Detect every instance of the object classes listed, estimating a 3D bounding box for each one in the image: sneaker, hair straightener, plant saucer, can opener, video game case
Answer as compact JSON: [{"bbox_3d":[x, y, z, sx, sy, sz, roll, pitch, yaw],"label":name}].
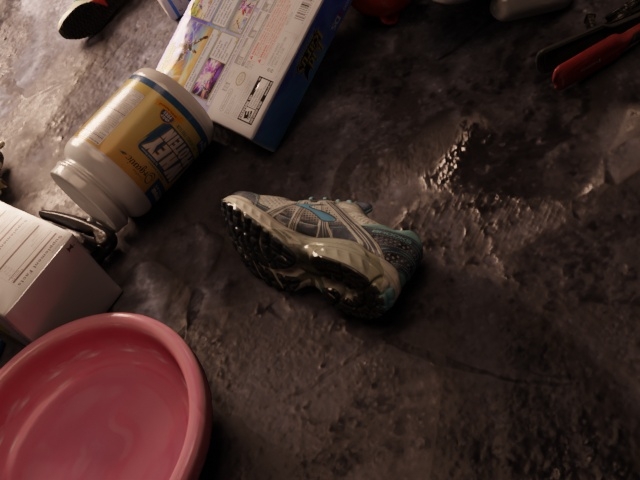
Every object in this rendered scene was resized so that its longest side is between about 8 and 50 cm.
[{"bbox_3d":[0.000,0.000,1.188,0.283,0.110,0.122,25,51,34],"label":"sneaker"},{"bbox_3d":[0.369,-0.278,1.241,0.230,0.047,0.089,-33,49,-1],"label":"hair straightener"},{"bbox_3d":[-0.266,0.242,1.124,0.332,0.084,0.332,-13,50,16],"label":"plant saucer"},{"bbox_3d":[-0.348,-0.013,1.375,0.186,0.073,0.059,20,69,47],"label":"can opener"},{"bbox_3d":[-0.101,-0.291,1.407,0.244,0.061,0.269,29,92,37],"label":"video game case"},{"bbox_3d":[-0.397,-0.408,1.706,0.161,0.057,0.075,-49,34,-13],"label":"sneaker"}]

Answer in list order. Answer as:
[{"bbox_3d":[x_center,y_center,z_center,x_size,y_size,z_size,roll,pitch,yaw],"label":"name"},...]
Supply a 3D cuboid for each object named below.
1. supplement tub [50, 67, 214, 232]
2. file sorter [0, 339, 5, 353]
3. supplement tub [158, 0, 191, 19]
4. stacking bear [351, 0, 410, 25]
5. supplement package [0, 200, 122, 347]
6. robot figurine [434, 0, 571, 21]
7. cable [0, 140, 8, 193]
[{"bbox_3d":[-0.259,-0.124,1.357,0.144,0.144,0.199,28,71,38],"label":"supplement tub"},{"bbox_3d":[-0.532,0.164,1.295,0.170,0.104,0.118,-4,55,22],"label":"file sorter"},{"bbox_3d":[-0.218,-0.417,1.608,0.107,0.071,0.071,-34,48,-1],"label":"supplement tub"},{"bbox_3d":[0.122,-0.456,1.426,0.164,0.175,0.289,0,62,58],"label":"stacking bear"},{"bbox_3d":[-0.411,0.044,1.305,0.244,0.139,0.134,20,64,36],"label":"supplement package"},{"bbox_3d":[0.231,-0.432,1.287,0.353,0.300,0.200,-24,6,-23],"label":"robot figurine"},{"bbox_3d":[-0.604,-0.079,1.532,0.287,0.072,0.139,-17,51,13],"label":"cable"}]
